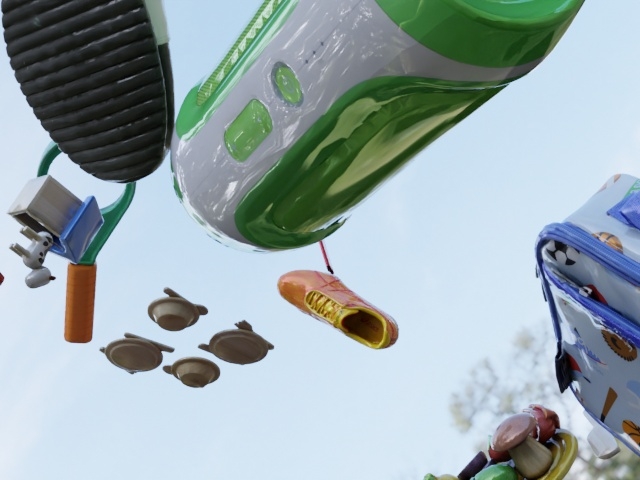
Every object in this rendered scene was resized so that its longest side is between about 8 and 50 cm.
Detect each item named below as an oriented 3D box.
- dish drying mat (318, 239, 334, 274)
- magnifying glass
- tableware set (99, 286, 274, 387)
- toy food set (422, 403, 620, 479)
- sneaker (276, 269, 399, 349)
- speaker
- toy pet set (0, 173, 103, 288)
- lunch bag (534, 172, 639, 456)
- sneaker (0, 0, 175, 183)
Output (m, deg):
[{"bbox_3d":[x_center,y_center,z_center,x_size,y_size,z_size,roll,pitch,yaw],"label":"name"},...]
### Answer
[{"bbox_3d":[0.000,0.000,1.539,0.008,0.083,0.032,-19,-25,5],"label":"dish drying mat"},{"bbox_3d":[-0.226,-0.001,1.205,0.092,0.026,0.231,4,-59,-10],"label":"magnifying glass"},{"bbox_3d":[-0.144,0.114,1.354,0.141,0.020,0.169,28,-45,-28],"label":"tableware set"},{"bbox_3d":[0.179,0.213,1.247,0.218,0.071,0.128,-36,11,16],"label":"toy food set"},{"bbox_3d":[0.021,0.083,1.613,0.064,0.175,0.067,-67,-17,6],"label":"sneaker"},{"bbox_3d":[0.016,-0.090,0.662,0.131,0.131,0.296,-40,1,-31],"label":"speaker"},{"bbox_3d":[-0.224,0.012,0.972,0.065,0.122,0.114,42,-117,-27],"label":"toy pet set"},{"bbox_3d":[0.287,0.089,0.939,0.115,0.303,0.243,-36,-46,-17],"label":"lunch bag"},{"bbox_3d":[-0.144,-0.206,0.833,0.146,0.122,0.330,-32,-70,-57],"label":"sneaker"}]
